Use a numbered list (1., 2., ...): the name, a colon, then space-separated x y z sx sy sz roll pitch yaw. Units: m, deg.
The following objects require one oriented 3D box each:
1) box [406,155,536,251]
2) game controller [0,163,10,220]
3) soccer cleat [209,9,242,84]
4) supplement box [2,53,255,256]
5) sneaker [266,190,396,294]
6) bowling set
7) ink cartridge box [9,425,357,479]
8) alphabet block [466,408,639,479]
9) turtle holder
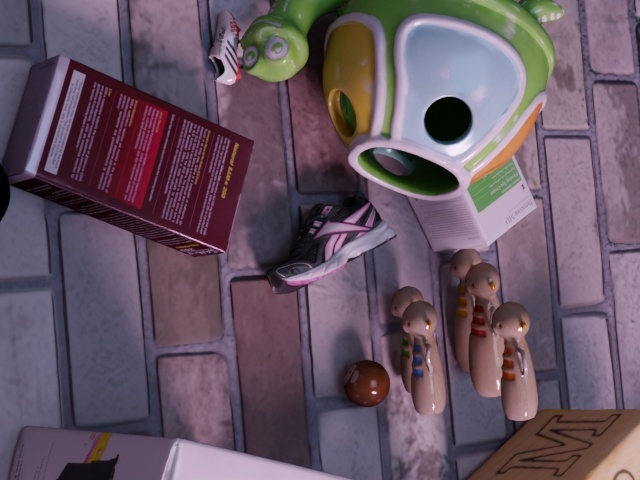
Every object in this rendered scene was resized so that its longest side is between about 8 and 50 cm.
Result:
1. box: 0.181 -0.049 1.721 0.101 0.102 0.087 -36 108 -33
2. game controller: -0.421 0.007 1.303 0.166 0.067 0.319 49 61 -21
3. soccer cleat: -0.107 -0.213 1.578 0.036 0.029 0.083 -6 93 -40
4. supplement box: -0.195 -0.082 1.472 0.239 0.073 0.130 23 72 -31
5. sneaker: 0.000 0.000 1.617 0.178 0.072 0.077 -29 90 -43
6. bowling set: 0.123 0.108 1.614 0.200 0.287 0.154 -7 98 -8
7. ink cartridge box: -0.132 0.257 1.335 0.226 0.306 0.131 19 74 -33
8. alphabet block: 0.305 0.331 1.713 0.197 0.193 0.192 -37 108 -33
9. turtle holder: 0.101 -0.188 1.584 0.320 0.243 0.227 33 65 -36
